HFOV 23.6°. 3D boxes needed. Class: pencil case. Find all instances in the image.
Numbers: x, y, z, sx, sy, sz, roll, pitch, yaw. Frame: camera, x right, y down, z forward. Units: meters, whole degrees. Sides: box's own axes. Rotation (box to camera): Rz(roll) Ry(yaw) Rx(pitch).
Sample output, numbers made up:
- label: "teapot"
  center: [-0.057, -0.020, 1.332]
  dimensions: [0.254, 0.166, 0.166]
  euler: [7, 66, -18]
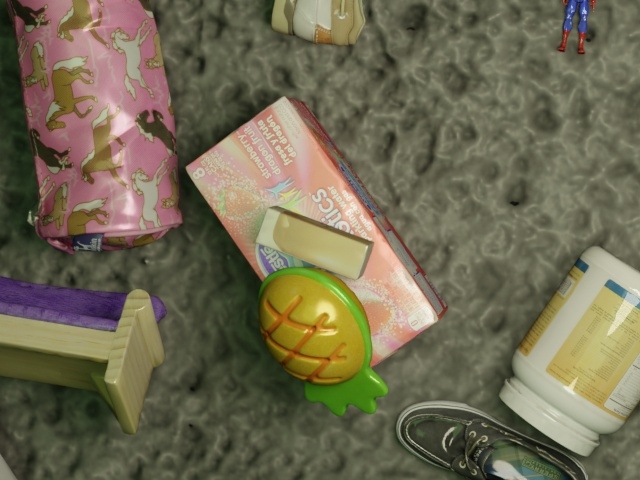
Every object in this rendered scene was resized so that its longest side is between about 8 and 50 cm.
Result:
- label: "pencil case"
  center: [-0.265, -0.179, 1.750]
  dimensions: [0.160, 0.167, 0.386]
  euler: [-7, 91, 41]

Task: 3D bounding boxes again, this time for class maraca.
- label: "maraca"
  center: [0.002, 0.107, 1.600]
  dimensions: [0.127, 0.099, 0.185]
  euler: [-7, 118, 39]

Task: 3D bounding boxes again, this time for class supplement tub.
- label: "supplement tub"
  center: [0.301, 0.121, 1.684]
  dimensions: [0.144, 0.144, 0.199]
  euler: [34, 96, 6]

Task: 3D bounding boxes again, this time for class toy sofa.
- label: "toy sofa"
  center: [-0.363, 0.089, 1.739]
  dimensions: [0.362, 0.150, 0.177]
  euler: [9, 61, 8]

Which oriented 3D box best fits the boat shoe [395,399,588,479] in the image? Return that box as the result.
- label: "boat shoe"
  center: [0.193, 0.246, 1.738]
  dimensions: [0.228, 0.076, 0.080]
  euler: [24, 95, 6]

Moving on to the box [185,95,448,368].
- label: "box"
  center: [0.000, 0.000, 1.718]
  dimensions: [0.142, 0.154, 0.300]
  euler: [-35, 88, 8]

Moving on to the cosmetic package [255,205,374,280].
- label: "cosmetic package"
  center: [-0.005, 0.002, 1.613]
  dimensions: [0.115, 0.060, 0.041]
  euler: [20, 96, 6]

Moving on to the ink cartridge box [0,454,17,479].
- label: "ink cartridge box"
  center: [-0.411, 0.288, 1.787]
  dimensions: [0.097, 0.046, 0.207]
  euler: [-17, 125, 8]

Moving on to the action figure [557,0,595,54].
- label: "action figure"
  center: [0.292, -0.270, 1.731]
  dimensions: [0.038, 0.030, 0.115]
  euler: [8, 91, 13]

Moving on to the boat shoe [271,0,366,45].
- label: "boat shoe"
  center: [0.035, -0.369, 1.727]
  dimensions: [0.103, 0.113, 0.302]
  euler: [17, 105, 6]
